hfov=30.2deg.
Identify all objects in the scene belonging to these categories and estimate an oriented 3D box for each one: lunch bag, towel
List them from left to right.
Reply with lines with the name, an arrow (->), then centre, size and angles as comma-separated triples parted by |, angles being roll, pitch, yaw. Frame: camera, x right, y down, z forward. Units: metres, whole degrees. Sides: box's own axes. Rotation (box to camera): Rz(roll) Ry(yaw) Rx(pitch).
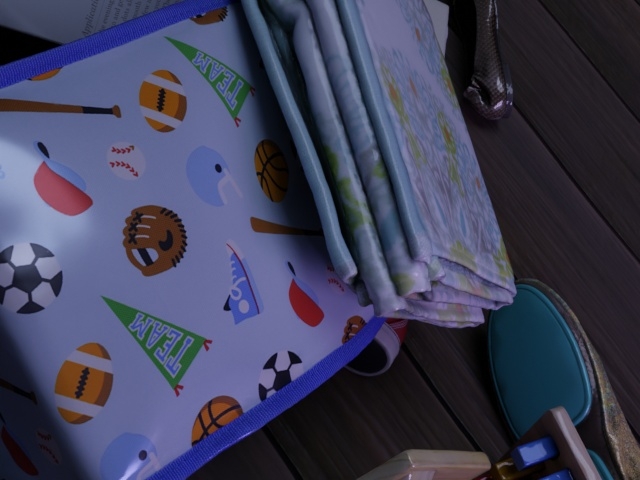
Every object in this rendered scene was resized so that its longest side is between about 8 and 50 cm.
lunch bag -> -0.131, -0.004, 0.954 | 0.385, 0.239, 0.328 | -32, 100, -37
towel -> 0.052, -0.106, 1.030 | 0.320, 0.090, 0.374 | 19, 53, -67

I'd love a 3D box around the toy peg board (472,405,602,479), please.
toy peg board -> 0.193, 0.259, 1.067 | 0.079, 0.160, 0.161 | -16, 65, -21

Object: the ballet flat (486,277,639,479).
ballet flat -> 0.264, 0.203, 1.187 | 0.123, 0.123, 0.348 | 0, 57, -31

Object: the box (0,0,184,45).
box -> -0.213, -0.285, 1.149 | 0.345, 0.168, 0.215 | 16, 19, -17

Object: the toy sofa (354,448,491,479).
toy sofa -> 0.104, 0.362, 0.957 | 0.150, 0.177, 0.362 | 15, 46, -54

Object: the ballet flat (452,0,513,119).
ballet flat -> 0.195, -0.256, 1.510 | 0.058, 0.084, 0.250 | -3, 60, -5

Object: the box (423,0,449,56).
box -> 0.009, -0.269, 1.386 | 0.275, 0.094, 0.113 | 24, 48, -15

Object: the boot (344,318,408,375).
boot -> 0.000, 0.000, 1.189 | 0.244, 0.088, 0.176 | 40, 45, -10
